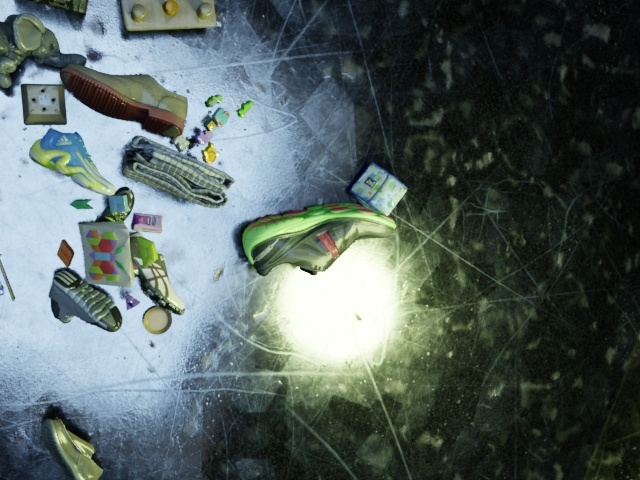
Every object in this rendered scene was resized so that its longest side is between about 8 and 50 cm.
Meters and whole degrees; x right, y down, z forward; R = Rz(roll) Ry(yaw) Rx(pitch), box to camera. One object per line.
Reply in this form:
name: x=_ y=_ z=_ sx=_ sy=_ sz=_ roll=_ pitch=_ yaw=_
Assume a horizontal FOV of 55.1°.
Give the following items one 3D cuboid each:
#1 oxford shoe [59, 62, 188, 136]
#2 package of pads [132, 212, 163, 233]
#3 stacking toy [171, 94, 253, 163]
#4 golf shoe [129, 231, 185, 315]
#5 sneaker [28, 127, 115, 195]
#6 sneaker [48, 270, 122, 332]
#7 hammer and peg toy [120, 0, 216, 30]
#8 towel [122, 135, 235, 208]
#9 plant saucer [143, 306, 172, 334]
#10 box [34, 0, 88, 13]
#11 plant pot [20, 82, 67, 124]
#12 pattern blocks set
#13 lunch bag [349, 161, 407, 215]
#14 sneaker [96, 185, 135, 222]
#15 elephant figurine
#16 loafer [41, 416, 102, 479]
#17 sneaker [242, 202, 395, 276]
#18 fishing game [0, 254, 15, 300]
oxford shoe: x=-0.532 y=-0.408 z=1.691 sx=0.348 sy=0.123 sz=0.130 roll=23 pitch=66 yaw=-29
package of pads: x=-0.494 y=-0.050 z=1.757 sx=0.083 sy=0.032 sz=0.050 roll=6 pitch=58 yaw=-23
stacking toy: x=-0.306 y=-0.325 z=1.755 sx=0.221 sy=0.167 sz=0.052 roll=-53 pitch=138 yaw=-15
golf shoe: x=-0.469 y=0.099 z=1.747 sx=0.273 sy=0.105 sz=0.120 roll=48 pitch=62 yaw=-16
sneaker: x=-0.648 y=-0.220 z=1.655 sx=0.240 sy=0.091 sz=0.126 roll=29 pitch=82 yaw=-22
sneaker: x=-0.645 y=0.195 z=1.666 sx=0.228 sy=0.086 sz=0.132 roll=40 pitch=117 yaw=6
hammer and peg toy: x=-0.443 y=-0.766 z=1.685 sx=0.265 sy=0.127 sz=0.362 roll=-11 pitch=98 yaw=-20
towel: x=-0.400 y=-0.182 z=1.689 sx=0.283 sy=0.235 sz=0.121 roll=23 pitch=91 yaw=-23
plant saucer: x=-0.478 y=0.234 z=1.801 sx=0.083 sy=0.015 sz=0.084 roll=-2 pitch=94 yaw=-23
box: x=-0.685 y=-0.637 z=1.555 sx=0.184 sy=0.190 sz=0.045 roll=9 pitch=93 yaw=-23
plant pot: x=-0.726 y=-0.362 z=1.608 sx=0.109 sy=0.096 sz=0.109 roll=-5 pitch=96 yaw=-22
pattern blocks set: x=-0.577 y=0.040 z=1.654 sx=0.285 sy=0.026 sz=0.325 roll=-11 pitch=103 yaw=13
lunch bag: x=0.188 y=-0.165 z=2.022 sx=0.151 sy=0.096 sz=0.129 roll=39 pitch=83 yaw=-6
sneaker: x=-0.574 y=-0.062 z=1.704 sx=0.067 sy=0.078 sz=0.188 roll=34 pitch=80 yaw=-22
elephant figurine: x=-0.757 y=-0.509 z=1.570 sx=0.169 sy=0.186 sz=0.239 roll=43 pitch=63 yaw=14
loafer: x=-0.688 y=0.586 z=1.707 sx=0.087 sy=0.094 sz=0.251 roll=-39 pitch=119 yaw=-42
sneaker: x=0.000 y=0.000 z=1.917 sx=0.482 sy=0.185 sz=0.202 roll=-10 pitch=105 yaw=-11
fishing game: x=-0.944 y=0.146 z=1.583 sx=0.264 sy=0.041 sz=0.189 roll=-15 pitch=97 yaw=-21
